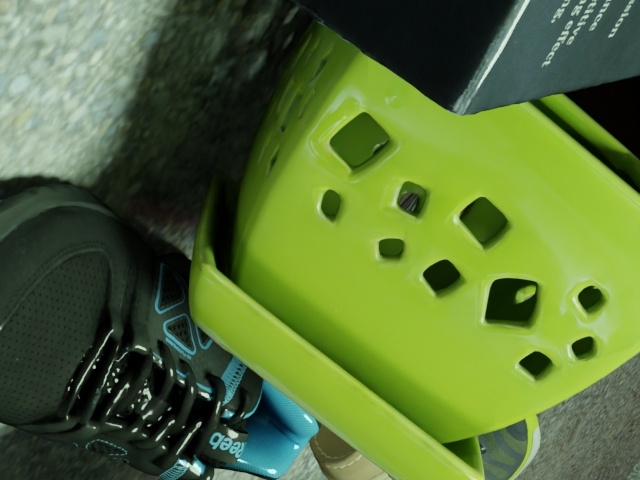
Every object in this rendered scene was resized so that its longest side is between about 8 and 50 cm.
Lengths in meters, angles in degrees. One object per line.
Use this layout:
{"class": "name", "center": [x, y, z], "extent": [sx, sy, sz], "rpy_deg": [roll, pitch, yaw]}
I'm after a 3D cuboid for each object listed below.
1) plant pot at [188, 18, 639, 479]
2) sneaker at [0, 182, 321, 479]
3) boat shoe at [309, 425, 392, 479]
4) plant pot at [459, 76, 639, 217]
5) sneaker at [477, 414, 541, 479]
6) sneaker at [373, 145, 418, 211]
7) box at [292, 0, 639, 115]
{"class": "plant pot", "center": [0.053, -0.008, 0.984], "extent": [0.207, 0.227, 0.228], "rpy_deg": [-49, -168, 13]}
{"class": "sneaker", "center": [-0.100, 0.062, 0.965], "extent": [0.125, 0.140, 0.341], "rpy_deg": [-54, 159, 9]}
{"class": "boat shoe", "center": [0.075, 0.029, 1.343], "extent": [0.110, 0.122, 0.341], "rpy_deg": [27, 92, -45]}
{"class": "plant pot", "center": [0.238, -0.091, 1.233], "extent": [0.254, 0.237, 0.237], "rpy_deg": [-1, 127, -51]}
{"class": "sneaker", "center": [0.135, 0.243, 1.831], "extent": [0.121, 0.111, 0.300], "rpy_deg": [-31, 149, -37]}
{"class": "sneaker", "center": [0.000, 0.000, 1.171], "extent": [0.122, 0.110, 0.283], "rpy_deg": [10, 112, -51]}
{"class": "box", "center": [0.142, -0.252, 0.860], "extent": [0.395, 0.212, 0.293], "rpy_deg": [-16, 139, -57]}
